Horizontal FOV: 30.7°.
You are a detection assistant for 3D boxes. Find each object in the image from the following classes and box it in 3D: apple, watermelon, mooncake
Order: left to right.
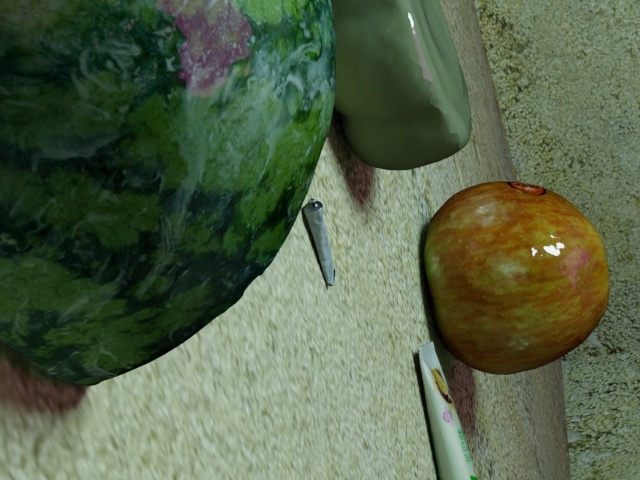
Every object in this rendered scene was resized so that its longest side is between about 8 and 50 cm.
[{"bbox_3d":[-0.104,-0.076,0.549,0.224,0.180,0.305,-11,95,-31],"label":"watermelon"},{"bbox_3d":[0.074,-0.212,1.301,0.275,0.135,0.275,-14,90,-74],"label":"mooncake"},{"bbox_3d":[0.282,0.049,1.664,0.309,0.250,0.277,-82,156,-57],"label":"apple"}]

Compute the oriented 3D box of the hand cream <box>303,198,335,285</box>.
[{"bbox_3d":[0.000,0.000,1.105,0.030,0.019,0.093,-82,163,-55],"label":"hand cream"}]

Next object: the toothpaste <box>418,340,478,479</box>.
[{"bbox_3d":[0.169,0.284,1.474,0.058,0.056,0.314,-21,-99,64],"label":"toothpaste"}]
